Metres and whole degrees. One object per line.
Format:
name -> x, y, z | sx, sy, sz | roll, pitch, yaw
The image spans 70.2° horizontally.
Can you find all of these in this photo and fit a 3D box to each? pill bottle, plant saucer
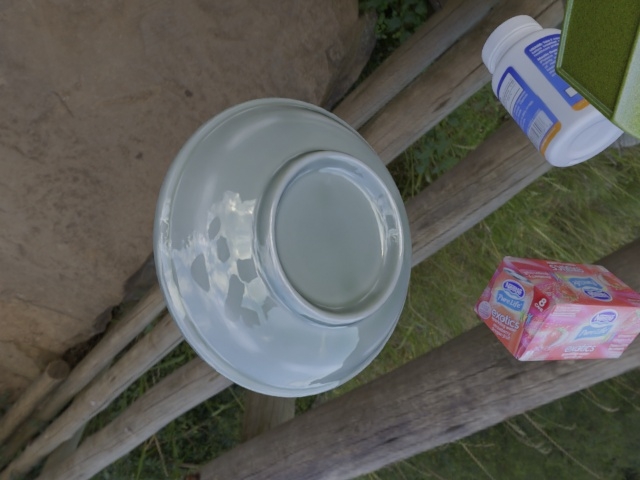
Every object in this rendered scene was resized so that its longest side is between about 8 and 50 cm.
pill bottle -> 0.411, -0.280, 0.825 | 0.152, 0.272, 0.152 | -16, 150, -9
plant saucer -> 0.319, -0.223, 0.498 | 0.045, 0.188, 0.188 | -13, 135, 2
plant saucer -> 0.000, 0.000, 0.588 | 0.400, 0.400, 0.100 | 35, 155, -27

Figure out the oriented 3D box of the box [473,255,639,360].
box -> 0.492, 0.139, 0.921 | 0.300, 0.154, 0.142 | 6, 121, -24
